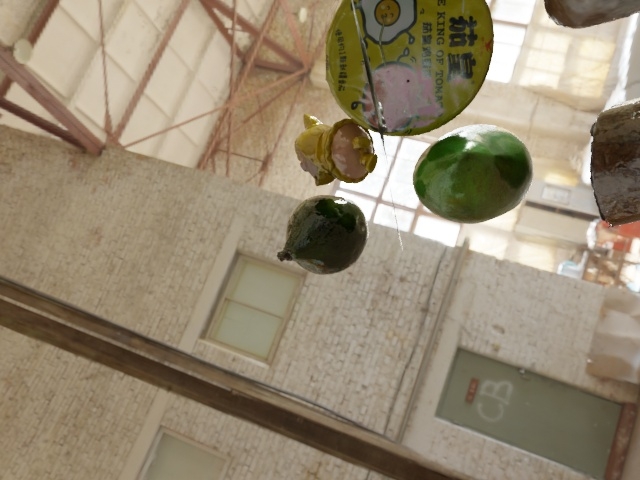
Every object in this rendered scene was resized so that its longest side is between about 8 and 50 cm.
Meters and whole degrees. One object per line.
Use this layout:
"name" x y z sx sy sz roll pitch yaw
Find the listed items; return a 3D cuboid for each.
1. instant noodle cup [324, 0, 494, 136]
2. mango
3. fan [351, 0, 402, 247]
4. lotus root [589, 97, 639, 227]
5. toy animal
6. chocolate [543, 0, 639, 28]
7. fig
"instant noodle cup" 0.148 -0.400 1.237 0.254 0.325 0.326 -109 22 -60
"mango" 0.305 -0.135 1.234 0.382 0.225 0.201 -2 -93 -67
"fan" 0.069 -0.143 0.713 0.233 0.012 0.415 67 -166 -46
"lotus root" 0.675 -0.165 1.253 0.272 0.191 0.272 10 -103 -49
"toy animal" 0.036 -0.193 1.325 0.156 0.229 0.156 -9 -73 -32
"chocolate" 0.413 -0.347 0.697 0.185 0.303 0.101 62 -172 -53
"fig" 0.000 0.000 1.419 0.245 0.195 0.196 -39 -38 -52
